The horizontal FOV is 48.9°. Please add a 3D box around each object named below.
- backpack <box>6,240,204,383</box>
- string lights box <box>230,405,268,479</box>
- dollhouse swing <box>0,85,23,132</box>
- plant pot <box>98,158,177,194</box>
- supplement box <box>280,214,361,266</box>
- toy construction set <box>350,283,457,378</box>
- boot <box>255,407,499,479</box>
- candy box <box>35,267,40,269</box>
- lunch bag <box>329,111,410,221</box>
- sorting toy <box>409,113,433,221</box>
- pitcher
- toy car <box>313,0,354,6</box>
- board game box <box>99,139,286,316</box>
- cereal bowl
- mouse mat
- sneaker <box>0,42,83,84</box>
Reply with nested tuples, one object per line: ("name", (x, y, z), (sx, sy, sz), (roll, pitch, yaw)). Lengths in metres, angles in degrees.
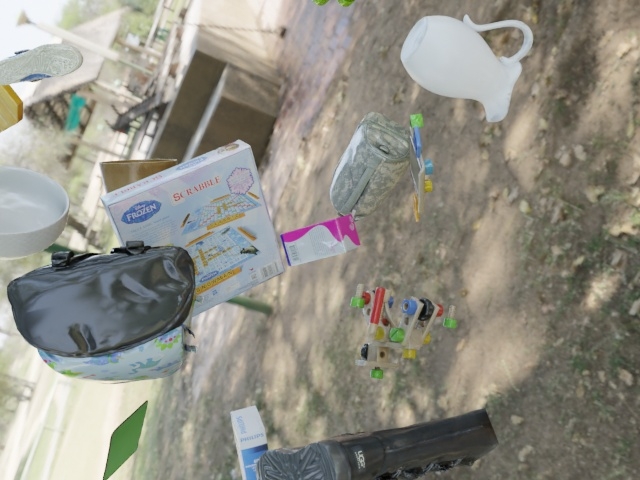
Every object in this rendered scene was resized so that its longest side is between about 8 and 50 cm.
("backpack", (-0.352, 0.139, 1.249), (0.355, 0.290, 0.274), (178, 80, -77))
("string lights box", (-0.181, 0.602, 1.924), (0.133, 0.076, 0.260), (-134, 35, -67))
("dollhouse swing", (-0.980, -0.362, 1.725), (0.346, 0.305, 0.315), (-18, 13, 27))
("plant pot", (-0.559, -0.122, 2.195), (0.237, 0.237, 0.255), (-156, 63, -72))
("supplement box", (0.000, 0.000, 2.242), (0.220, 0.114, 0.111), (-14, 92, 33))
("toy construction set", (0.176, 0.252, 1.841), (0.257, 0.309, 0.237), (9, 84, 30))
("boot", (0.123, 0.489, 1.586), (0.367, 0.445, 0.146), (-32, 67, 52))
("candy box", (-0.616, 0.128, 1.751), (0.053, 0.186, 0.109), (-63, 5, -3))
("lunch bag", (0.162, -0.236, 2.358), (0.305, 0.212, 0.256), (-59, 1, 36))
("sorting toy", (0.284, -0.201, 1.979), (0.348, 0.047, 0.196), (81, -177, -51))
("pitcher", (0.259, -0.328, 1.229), (0.178, 0.207, 0.125), (-65, 20, 7))
("toy car", (0.051, -0.735, 1.850), (0.155, 0.148, 0.189), (170, 94, -68))
("board game box", (-0.257, -0.008, 1.496), (0.066, 0.318, 0.318), (34, 144, 53))
("cereal bowl", (-0.820, -0.055, 1.794), (0.339, 0.338, 0.141), (-98, 21, -56))
("mouse mat", (-0.499, 0.513, 1.803), (0.152, 0.007, 0.190), (-42, -25, -59))
("sneaker", (-0.474, -0.304, 1.203), (0.085, 0.152, 0.058), (-101, -5, -68))
